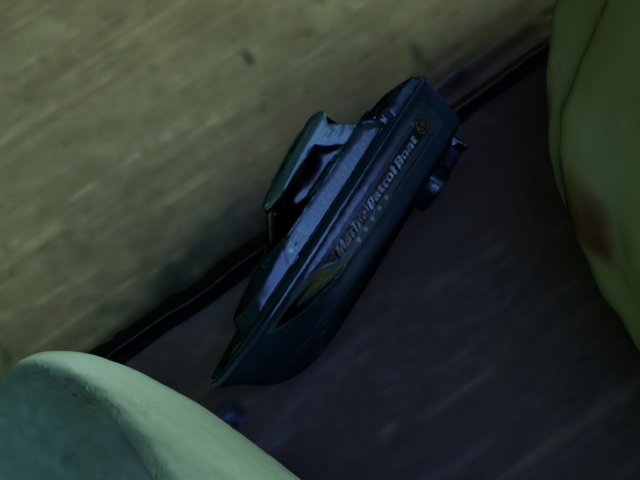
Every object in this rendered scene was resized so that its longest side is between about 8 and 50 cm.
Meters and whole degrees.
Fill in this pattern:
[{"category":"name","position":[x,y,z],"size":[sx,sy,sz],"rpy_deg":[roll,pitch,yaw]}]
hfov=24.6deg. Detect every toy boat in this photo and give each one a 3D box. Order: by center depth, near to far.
[{"category":"toy boat","position":[0.000,0.000,0.569],"size":[0.060,0.055,0.141],"rpy_deg":[35,78,-7]}]

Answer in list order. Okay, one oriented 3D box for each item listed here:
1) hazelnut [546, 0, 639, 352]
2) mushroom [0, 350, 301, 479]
[{"category":"hazelnut","position":[0.205,-0.051,0.533],"size":[0.261,0.241,0.261],"rpy_deg":[-8,60,14]},{"category":"mushroom","position":[0.025,0.192,0.429],"size":[0.397,0.126,0.177],"rpy_deg":[28,81,28]}]
